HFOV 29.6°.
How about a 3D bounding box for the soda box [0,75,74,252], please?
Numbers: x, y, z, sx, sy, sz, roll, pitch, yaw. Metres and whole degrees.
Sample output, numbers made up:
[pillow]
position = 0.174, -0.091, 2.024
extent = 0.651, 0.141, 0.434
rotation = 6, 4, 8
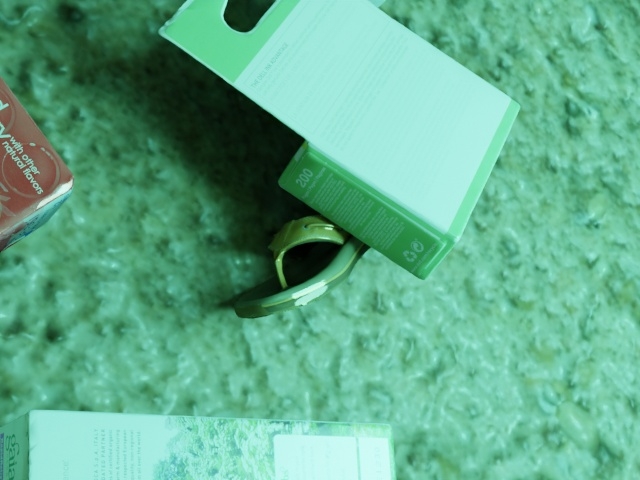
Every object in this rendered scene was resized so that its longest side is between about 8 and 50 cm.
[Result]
[soda box]
position = -0.263, -0.104, 0.718
extent = 0.092, 0.083, 0.263
rotation = -38, 93, -32

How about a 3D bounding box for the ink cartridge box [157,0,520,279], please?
[ink cartridge box]
position = 0.014, -0.101, 0.843
extent = 0.235, 0.056, 0.171
rotation = 33, 45, -2

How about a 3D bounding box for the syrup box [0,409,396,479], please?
[syrup box]
position = -0.076, 0.159, 0.725
extent = 0.237, 0.096, 0.093
rotation = 6, 69, -26

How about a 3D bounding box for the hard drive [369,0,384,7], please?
[hard drive]
position = -0.082, -0.348, 0.918
extent = 0.353, 0.047, 0.233
rotation = 22, 64, -20

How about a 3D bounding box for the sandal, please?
[sandal]
position = 0.000, 0.000, 0.832
extent = 0.180, 0.072, 0.049
rotation = -38, 106, -38
